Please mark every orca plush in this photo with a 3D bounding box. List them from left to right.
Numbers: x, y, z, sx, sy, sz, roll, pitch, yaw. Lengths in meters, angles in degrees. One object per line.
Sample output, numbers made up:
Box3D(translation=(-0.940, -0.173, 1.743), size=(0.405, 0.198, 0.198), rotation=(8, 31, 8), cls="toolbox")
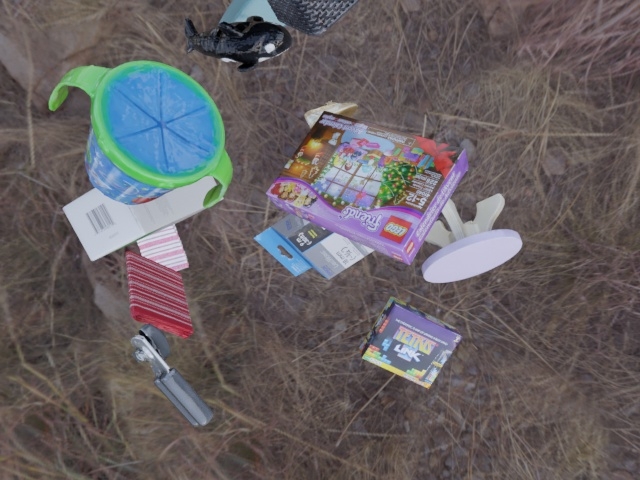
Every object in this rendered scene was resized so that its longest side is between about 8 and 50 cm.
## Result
Box3D(translation=(-0.214, -0.500, 1.200), size=(0.287, 0.102, 0.151), rotation=(23, 82, 21), cls="orca plush")

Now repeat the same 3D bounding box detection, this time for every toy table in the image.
Box3D(translation=(0.398, -0.009, 1.403), size=(0.274, 0.252, 0.161), rotation=(-19, 55, 19), cls="toy table")

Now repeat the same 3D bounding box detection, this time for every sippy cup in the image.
Box3D(translation=(-0.334, -0.178, 0.958), size=(0.224, 0.240, 0.305), rotation=(-24, 94, 48), cls="sippy cup")

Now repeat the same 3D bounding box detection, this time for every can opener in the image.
Box3D(translation=(-0.360, 0.331, 1.258), size=(0.076, 0.095, 0.283), rotation=(-24, 107, 43), cls="can opener")

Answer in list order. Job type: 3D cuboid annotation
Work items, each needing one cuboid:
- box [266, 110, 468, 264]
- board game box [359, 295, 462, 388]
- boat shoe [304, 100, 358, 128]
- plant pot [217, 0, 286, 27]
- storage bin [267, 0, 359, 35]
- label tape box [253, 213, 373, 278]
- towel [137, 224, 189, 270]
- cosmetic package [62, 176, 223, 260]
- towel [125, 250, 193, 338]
Box3D(translation=(0.074, -0.103, 0.871), size=(0.293, 0.057, 0.201), rotation=(24, 74, 33), cls="box")
Box3D(translation=(0.192, 0.219, 1.081), size=(0.170, 0.048, 0.141), rotation=(26, 104, -11), cls="board game box")
Box3D(translation=(0.029, -0.350, 1.374), size=(0.170, 0.063, 0.059), rotation=(-28, 73, -35), cls="boat shoe")
Box3D(translation=(-0.269, -0.802, 1.877), size=(0.234, 0.165, 0.166), rotation=(-45, 39, 5), cls="plant pot")
Box3D(translation=(0.011, -0.379, 0.687), size=(0.180, 0.084, 0.122), rotation=(-43, 49, -5), cls="storage bin")
Box3D(translation=(0.000, 0.000, 1.569), size=(0.333, 0.240, 0.106), rotation=(-34, 40, 13), cls="label tape box")
Box3D(translation=(-0.559, 0.023, 1.768), size=(0.144, 0.029, 0.197), rotation=(-18, 101, -5), cls="towel")
Box3D(translation=(-0.444, -0.101, 1.327), size=(0.197, 0.365, 0.155), rotation=(-23, 98, 26), cls="cosmetic package")
Box3D(translation=(-0.475, 0.156, 1.477), size=(0.031, 0.199, 0.275), rotation=(-45, 42, 15), cls="towel")
